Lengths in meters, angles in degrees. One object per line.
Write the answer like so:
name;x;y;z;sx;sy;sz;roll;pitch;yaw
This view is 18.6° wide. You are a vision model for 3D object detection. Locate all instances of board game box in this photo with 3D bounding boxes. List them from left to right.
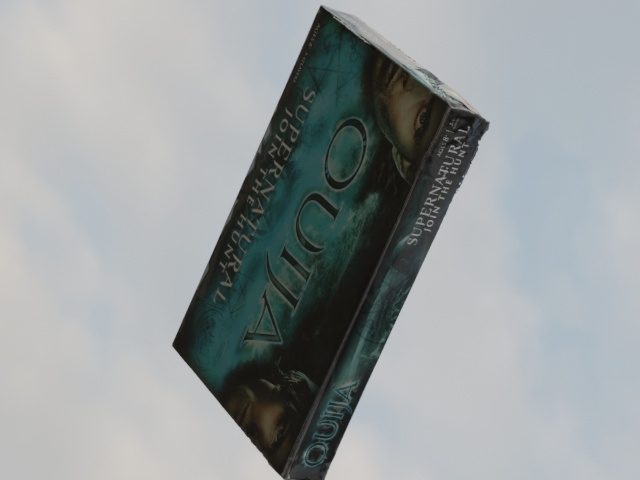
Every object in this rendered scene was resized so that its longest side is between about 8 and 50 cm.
board game box;0.000;0.000;0.895;0.126;0.026;0.186;44;-65;51
